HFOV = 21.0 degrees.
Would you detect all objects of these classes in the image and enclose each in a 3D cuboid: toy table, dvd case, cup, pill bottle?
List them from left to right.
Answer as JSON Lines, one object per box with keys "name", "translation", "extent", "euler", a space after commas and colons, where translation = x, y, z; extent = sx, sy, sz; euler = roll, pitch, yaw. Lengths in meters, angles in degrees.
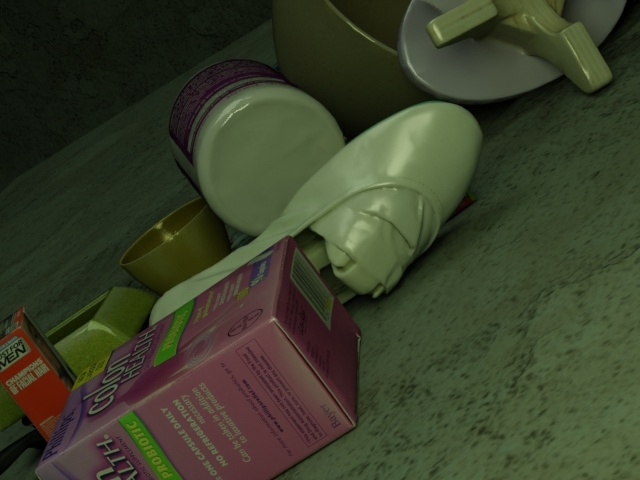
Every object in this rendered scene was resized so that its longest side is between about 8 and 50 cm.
{"name": "dvd case", "translation": [-0.129, 0.022, 2.161], "extent": [0.087, 0.013, 0.119], "euler": [-44, 16, -30]}
{"name": "pill bottle", "translation": [-0.082, -0.116, 1.969], "extent": [0.169, 0.169, 0.301], "euler": [-37, 21, -2]}
{"name": "cup", "translation": [0.071, -0.257, 2.060], "extent": [0.331, 0.331, 0.237], "euler": [-49, -4, -43]}
{"name": "toy table", "translation": [0.216, -0.258, 1.807], "extent": [0.274, 0.252, 0.161], "euler": [-41, -1, -10]}

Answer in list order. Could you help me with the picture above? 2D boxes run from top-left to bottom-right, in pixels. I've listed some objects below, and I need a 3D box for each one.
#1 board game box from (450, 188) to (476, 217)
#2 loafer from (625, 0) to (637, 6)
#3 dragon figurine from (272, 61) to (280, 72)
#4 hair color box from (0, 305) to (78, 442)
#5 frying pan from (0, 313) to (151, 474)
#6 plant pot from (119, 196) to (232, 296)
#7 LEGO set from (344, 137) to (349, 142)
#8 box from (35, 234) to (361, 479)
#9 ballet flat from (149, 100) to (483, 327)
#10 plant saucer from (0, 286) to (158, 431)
{"name": "board game box", "translation": [0.095, -0.049, 1.773], "extent": [0.092, 0.043, 0.181], "euler": [-36, 13, 3]}
{"name": "loafer", "translation": [0.314, -0.288, 1.961], "extent": [0.302, 0.095, 0.109], "euler": [-23, -8, -16]}
{"name": "dragon figurine", "translation": [-0.027, -0.234, 2.492], "extent": [0.289, 0.144, 0.085], "euler": [-35, 13, 6]}
{"name": "hair color box", "translation": [-0.268, 0.154, 1.722], "extent": [0.053, 0.167, 0.093], "euler": [-36, 14, 0]}
{"name": "frying pan", "translation": [-0.256, 0.174, 1.869], "extent": [0.197, 0.053, 0.326], "euler": [-32, 13, 18]}
{"name": "plant pot", "translation": [-0.157, 0.024, 2.043], "extent": [0.134, 0.095, 0.134], "euler": [-34, 14, 9]}
{"name": "LEGO set", "translation": [-0.007, -0.151, 2.230], "extent": [0.287, 0.132, 0.107], "euler": [-47, 7, -16]}
{"name": "box", "translation": [-0.097, 0.134, 1.472], "extent": [0.243, 0.117, 0.213], "euler": [-34, 14, 13]}
{"name": "ballet flat", "translation": [-0.001, 0.028, 1.627], "extent": [0.400, 0.139, 0.139], "euler": [-36, 13, 21]}
{"name": "plant saucer", "translation": [-0.283, 0.121, 1.953], "extent": [0.188, 0.045, 0.188], "euler": [-34, 9, 11]}
